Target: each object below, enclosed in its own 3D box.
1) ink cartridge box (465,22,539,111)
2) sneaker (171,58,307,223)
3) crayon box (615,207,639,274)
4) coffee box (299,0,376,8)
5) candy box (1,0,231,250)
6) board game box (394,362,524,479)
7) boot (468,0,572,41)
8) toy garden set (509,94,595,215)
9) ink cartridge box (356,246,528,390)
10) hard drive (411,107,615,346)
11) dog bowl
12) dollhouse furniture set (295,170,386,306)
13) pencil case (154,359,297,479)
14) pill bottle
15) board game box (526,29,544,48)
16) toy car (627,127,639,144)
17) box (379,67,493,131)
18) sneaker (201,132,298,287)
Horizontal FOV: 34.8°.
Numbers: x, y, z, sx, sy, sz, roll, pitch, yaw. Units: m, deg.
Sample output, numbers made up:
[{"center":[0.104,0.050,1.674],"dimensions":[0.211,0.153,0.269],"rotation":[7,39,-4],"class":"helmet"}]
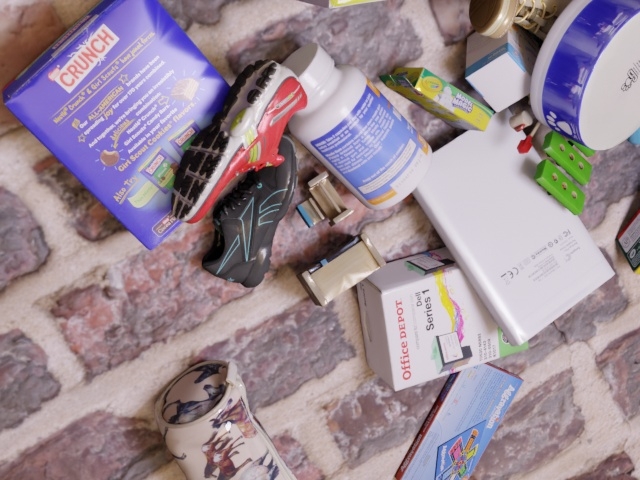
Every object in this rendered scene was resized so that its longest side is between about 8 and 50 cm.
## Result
[{"center":[0.308,-0.309,1.727],"dimensions":[0.090,0.143,0.092],"rotation":[-30,124,34],"class":"ink cartridge box"},{"center":[-0.113,-0.130,1.518],"dimensions":[0.118,0.107,0.279],"rotation":[35,92,-37],"class":"sneaker"},{"center":[0.790,-0.075,1.915],"dimensions":[0.313,0.106,0.363],"rotation":[6,134,-23],"class":"crayon box"},{"center":[0.098,-0.532,1.468],"dimensions":[0.337,0.334,0.338],"rotation":[-12,110,-17],"class":"coffee box"},{"center":[-0.276,-0.193,1.553],"dimensions":[0.268,0.122,0.317],"rotation":[-43,118,-4],"class":"candy box"},{"center":[0.270,0.365,1.987],"dimensions":[0.145,0.027,0.281],"rotation":[26,96,-24],"class":"board game box"},{"center":[0.343,-0.367,1.654],"dimensions":[0.203,0.262,0.095],"rotation":[34,126,-17],"class":"boot"},{"center":[0.396,-0.192,1.787],"dimensions":[0.203,0.049,0.244],"rotation":[38,54,-24],"class":"toy garden set"},{"center":[0.221,0.128,1.843],"dimensions":[0.278,0.117,0.201],"rotation":[-15,112,-16],"class":"ink cartridge box"},{"center":[0.327,-0.027,1.775],"dimensions":[0.233,0.047,0.353],"rotation":[-33,90,-19],"class":"hard drive"},{"center":[0.471,-0.285,1.674],"dimensions":[0.264,0.104,0.265],"rotation":[-27,136,-29],"class":"dog bowl"},{"center":[0.000,0.000,1.735],"dimensions":[0.129,0.129,0.184],"rotation":[-34,91,-7],"class":"dollhouse furniture set"},{"center":[-0.130,0.399,1.773],"dimensions":[0.183,0.160,0.410],"rotation":[-25,114,6],"class":"pencil case"},{"center":[0.044,-0.188,1.658],"dimensions":[0.152,0.152,0.272],"rotation":[-47,116,-1],"class":"pill bottle"},{"center":[0.447,-0.412,1.795],"dimensions":[0.126,0.026,0.186],"rotation":[42,89,-15],"class":"board game box"},{"center":[0.653,-0.284,1.807],"dimensions":[0.210,0.238,0.219],"rotation":[-24,114,-12],"class":"toy car"},{"center":[0.192,-0.244,1.721],"dimensions":[0.179,0.105,0.043],"rotation":[25,89,-25],"class":"box"},{"center":[-0.113,-0.051,1.672],"dimensions":[0.106,0.101,0.267],"rotation":[14,101,-21],"class":"sneaker"}]
